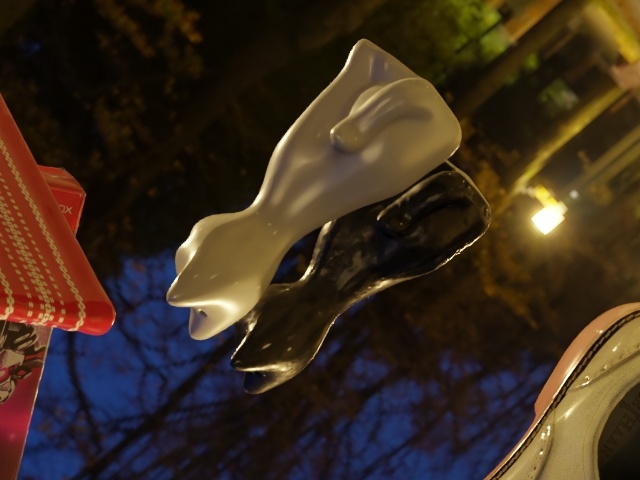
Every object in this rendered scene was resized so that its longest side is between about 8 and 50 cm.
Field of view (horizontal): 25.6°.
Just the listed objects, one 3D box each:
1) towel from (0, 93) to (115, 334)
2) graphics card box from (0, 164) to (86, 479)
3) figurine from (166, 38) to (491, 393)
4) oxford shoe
[{"bbox_3d":[-0.237,-0.038,0.756,0.275,0.031,0.199,16,-143,-58],"label":"towel"},{"bbox_3d":[-0.365,0.100,1.238,0.233,0.371,0.094,12,-171,-27],"label":"graphics card box"},{"bbox_3d":[0.000,0.000,0.911,0.092,0.209,0.215,43,174,25],"label":"figurine"},{"bbox_3d":[0.167,0.217,0.976,0.140,0.397,0.146,28,173,-7],"label":"oxford shoe"}]
